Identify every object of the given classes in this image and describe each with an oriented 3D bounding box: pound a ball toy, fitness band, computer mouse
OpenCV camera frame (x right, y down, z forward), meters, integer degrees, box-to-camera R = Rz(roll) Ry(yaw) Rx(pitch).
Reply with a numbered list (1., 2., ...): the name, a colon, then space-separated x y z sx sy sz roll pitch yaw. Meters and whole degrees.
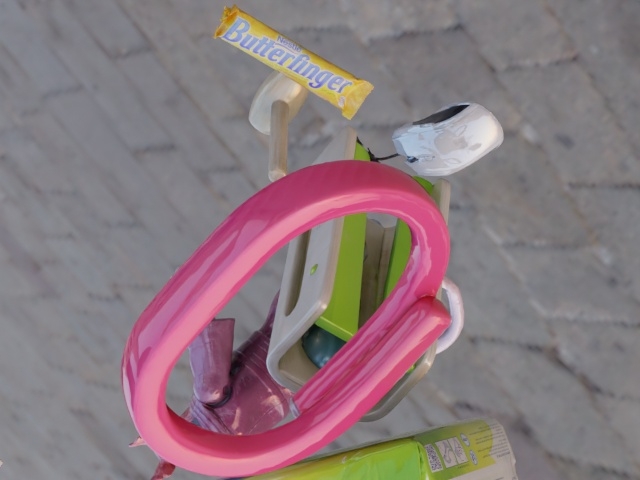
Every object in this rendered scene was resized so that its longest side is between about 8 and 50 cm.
1. pound a ball toy: 0.000 0.000 1.543 0.208 0.319 0.136 28 127 -16
2. fitness band: -0.022 0.063 1.232 0.209 0.291 0.054 29 -160 -38
3. computer mouse: 0.108 -0.095 1.704 0.193 0.042 0.106 -20 115 46

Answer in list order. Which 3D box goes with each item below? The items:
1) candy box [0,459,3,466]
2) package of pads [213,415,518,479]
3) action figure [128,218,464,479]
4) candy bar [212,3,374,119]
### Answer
1. candy box: -0.392 0.193 1.342 0.233 0.159 0.071 22 162 42
2. package of pads: 0.008 0.237 1.417 0.297 0.229 0.101 -17 83 24
3. action figure: -0.042 0.154 1.793 0.276 0.370 0.248 33 158 41
4. candy bar: -0.028 -0.169 1.518 0.161 0.040 0.018 29 -165 -15
